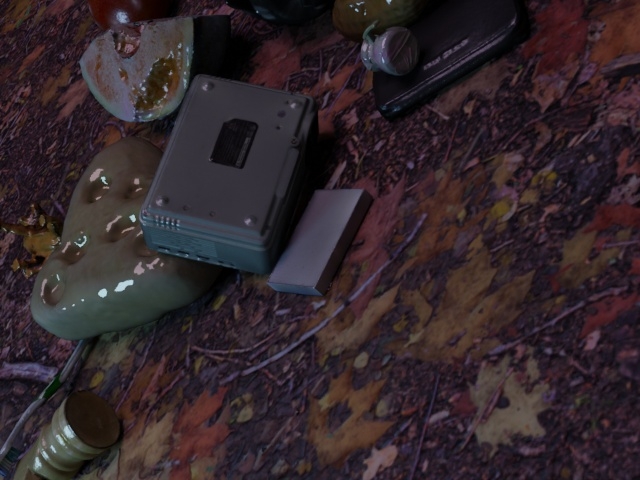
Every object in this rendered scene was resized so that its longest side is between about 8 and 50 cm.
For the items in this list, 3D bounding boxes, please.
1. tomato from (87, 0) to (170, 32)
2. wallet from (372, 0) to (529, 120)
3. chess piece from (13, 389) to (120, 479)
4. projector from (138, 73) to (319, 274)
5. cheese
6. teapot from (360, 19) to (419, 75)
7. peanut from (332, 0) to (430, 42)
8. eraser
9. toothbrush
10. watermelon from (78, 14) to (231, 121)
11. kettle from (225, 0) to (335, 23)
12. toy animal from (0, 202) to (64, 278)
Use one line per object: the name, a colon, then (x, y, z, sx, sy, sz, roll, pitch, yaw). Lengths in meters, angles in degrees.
tomato: (-0.384, -0.477, 2.320, 0.167, 0.167, 0.167, -31, 37, 27)
wallet: (0.170, -0.265, 1.527, 0.250, 0.044, 0.149, -29, 42, 29)
chess piece: (-0.367, 0.295, 1.590, 0.200, 0.090, 0.090, -42, 32, 31)
projector: (-0.118, -0.097, 1.569, 0.192, 0.099, 0.257, 13, 60, 8)
cheese: (-0.252, -0.022, 1.715, 0.328, 0.129, 0.351, -7, 51, 40)
teapot: (0.085, -0.255, 1.514, 0.064, 0.083, 0.064, -52, 29, -20)
peanut: (0.086, -0.342, 1.623, 0.226, 0.108, 0.095, -9, 58, 61)
eraser: (0.000, 0.000, 1.482, 0.104, 0.023, 0.150, 2, 60, 52)
toothbrush: (-0.400, 0.216, 1.714, 0.030, 0.030, 0.304, -11, 42, 45)
watermelon: (-0.258, -0.303, 2.016, 0.321, 0.188, 0.175, 7, 107, 46)
kettle: (-0.034, -0.475, 1.863, 0.321, 0.228, 0.324, -20, 37, -11)
toy animal: (-0.462, -0.003, 1.997, 0.255, 0.114, 0.116, 1, 15, 46)
